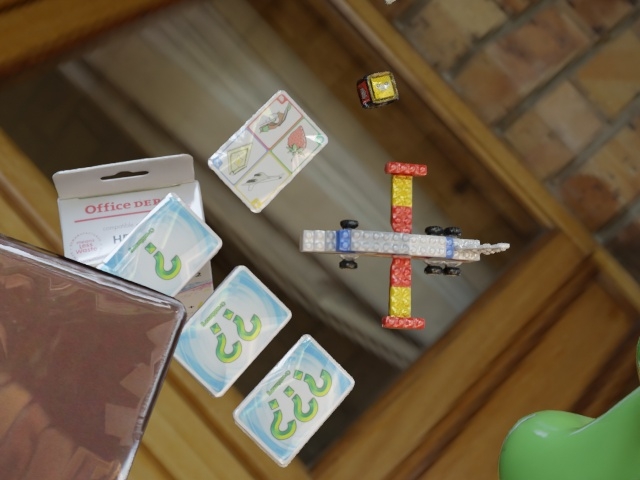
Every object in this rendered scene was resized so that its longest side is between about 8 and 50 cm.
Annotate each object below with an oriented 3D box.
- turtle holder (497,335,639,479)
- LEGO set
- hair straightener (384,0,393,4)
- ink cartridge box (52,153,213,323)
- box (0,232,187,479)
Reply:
[{"bbox_3d":[0.194,0.160,0.507,0.320,0.227,0.243,-19,57,49],"label":"turtle holder"},{"bbox_3d":[0.000,0.000,0.905,0.244,0.182,0.060,-46,9,-19],"label":"LEGO set"},{"bbox_3d":[0.034,-0.077,0.234,0.047,0.230,0.089,25,-98,-59],"label":"hair straightener"},{"bbox_3d":[-0.136,0.011,1.030,0.104,0.062,0.181,-9,-27,-5],"label":"ink cartridge box"},{"bbox_3d":[-0.274,0.052,0.673,0.143,0.381,0.191,172,120,-84],"label":"box"}]
